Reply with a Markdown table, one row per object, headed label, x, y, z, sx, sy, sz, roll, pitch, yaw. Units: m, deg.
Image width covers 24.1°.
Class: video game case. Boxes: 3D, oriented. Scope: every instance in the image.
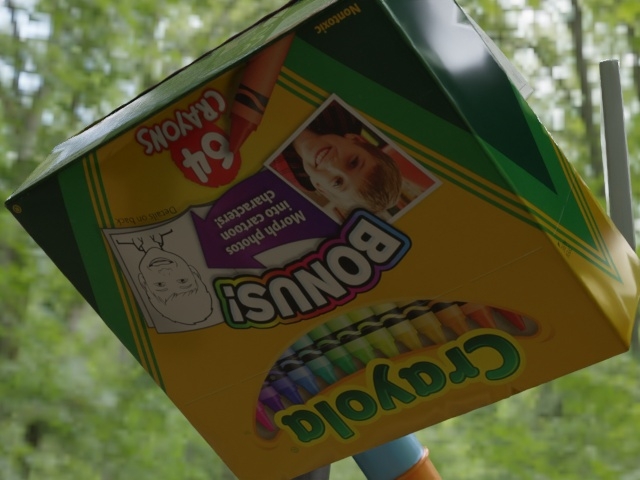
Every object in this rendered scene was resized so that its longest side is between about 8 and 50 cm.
| label | x | y | z | sx | sy | sz | roll | pitch | yaw |
| --- | --- | --- | --- | --- | --- | --- | --- | --- | --- |
| video game case | 0.334 | -0.057 | 1.688 | 0.026 | 0.227 | 0.206 | -5 | -23 | 10 |

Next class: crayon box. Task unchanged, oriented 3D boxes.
| label | x | y | z | sx | sy | sz | roll | pitch | yaw |
| --- | --- | --- | --- | --- | --- | --- | --- | --- | --- |
| crayon box | 0.000 | 0.000 | 1.106 | 0.363 | 0.106 | 0.313 | -26 | -70 | 34 |

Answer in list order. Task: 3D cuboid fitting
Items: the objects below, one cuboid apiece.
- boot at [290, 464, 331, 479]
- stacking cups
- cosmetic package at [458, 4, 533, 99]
| label | x | y | z | sx | sy | sz | roll | pitch | yaw |
| --- | --- | --- | --- | --- | --- | --- | --- | --- | --- |
| boot | 0.010 | 0.370 | 1.743 | 0.118 | 0.223 | 0.338 | -19 | -51 | -28 |
| stacking cups | 0.068 | 0.229 | 1.680 | 0.096 | 0.316 | 0.096 | -31 | 11 | 6 |
| cosmetic package | 0.150 | -0.184 | 1.820 | 0.113 | 0.160 | 0.309 | -42 | -1 | 20 |
